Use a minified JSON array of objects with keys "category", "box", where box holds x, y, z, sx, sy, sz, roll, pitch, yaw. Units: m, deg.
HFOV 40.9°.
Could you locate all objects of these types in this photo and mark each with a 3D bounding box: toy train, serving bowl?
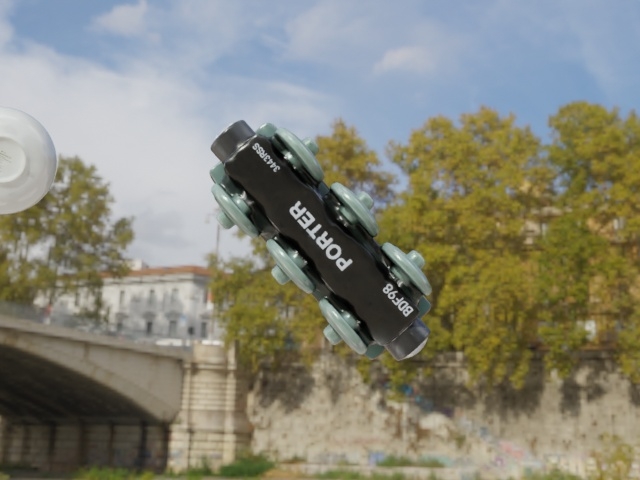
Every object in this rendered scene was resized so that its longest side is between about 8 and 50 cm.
[{"category":"toy train","box":[0.000,0.000,1.006,0.142,0.334,0.190,-43,-1,-2]},{"category":"serving bowl","box":[-0.242,-0.061,0.651,0.083,0.083,0.027,7,1,-21]}]
